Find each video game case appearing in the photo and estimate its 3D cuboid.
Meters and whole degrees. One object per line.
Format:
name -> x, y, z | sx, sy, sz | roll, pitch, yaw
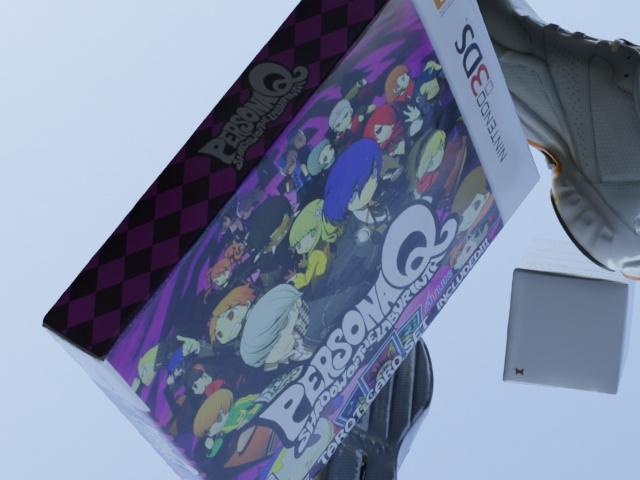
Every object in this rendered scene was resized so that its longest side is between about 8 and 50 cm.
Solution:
video game case -> 0.000, 0.000, 0.871 | 0.042, 0.210, 0.232 | 30, -106, 30

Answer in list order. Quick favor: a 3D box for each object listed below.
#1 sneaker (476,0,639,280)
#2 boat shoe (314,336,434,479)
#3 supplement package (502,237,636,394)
sneaker -> 0.181, -0.104, 1.310 | 0.121, 0.099, 0.262 | -50, -122, 29
boat shoe -> 0.017, 0.140, 1.359 | 0.076, 0.083, 0.226 | -53, -171, 36
supplement package -> 0.231, 0.066, 1.807 | 0.105, 0.105, 0.179 | 7, -169, 11
